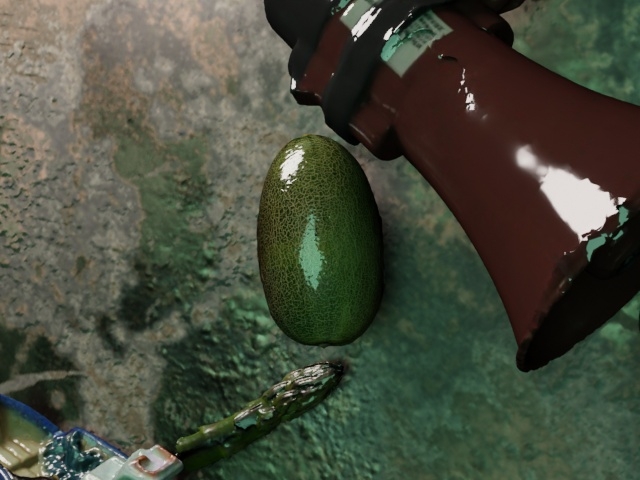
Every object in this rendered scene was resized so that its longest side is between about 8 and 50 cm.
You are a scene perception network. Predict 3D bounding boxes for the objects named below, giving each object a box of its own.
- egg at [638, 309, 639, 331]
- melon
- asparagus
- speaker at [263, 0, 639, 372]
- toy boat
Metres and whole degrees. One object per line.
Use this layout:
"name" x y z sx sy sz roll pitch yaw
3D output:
"egg" 0.308 0.067 0.506 0.232 0.176 0.176 22 96 7
"melon" 0.000 0.000 0.659 0.099 0.099 0.162 -5 85 20
"asparagus" -0.047 0.140 0.710 0.165 0.030 0.036 -34 68 16
"speaker" 0.126 -0.122 0.580 0.259 0.198 0.329 -49 66 26
"toy boat" -0.190 0.198 0.712 0.262 0.114 0.115 21 109 23
